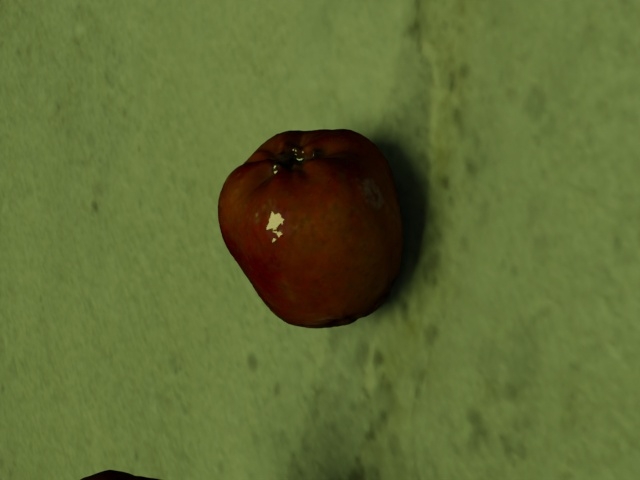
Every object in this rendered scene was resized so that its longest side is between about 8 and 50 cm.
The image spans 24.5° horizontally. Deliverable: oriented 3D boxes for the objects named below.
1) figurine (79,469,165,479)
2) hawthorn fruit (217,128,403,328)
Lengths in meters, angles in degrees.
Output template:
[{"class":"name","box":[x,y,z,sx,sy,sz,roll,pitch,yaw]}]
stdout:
[{"class":"figurine","box":[-0.032,0.238,0.640,0.283,0.204,0.338,41,145,10]},{"class":"hawthorn fruit","box":[0.000,0.000,0.650,0.081,0.081,0.093,27,146,48]}]
